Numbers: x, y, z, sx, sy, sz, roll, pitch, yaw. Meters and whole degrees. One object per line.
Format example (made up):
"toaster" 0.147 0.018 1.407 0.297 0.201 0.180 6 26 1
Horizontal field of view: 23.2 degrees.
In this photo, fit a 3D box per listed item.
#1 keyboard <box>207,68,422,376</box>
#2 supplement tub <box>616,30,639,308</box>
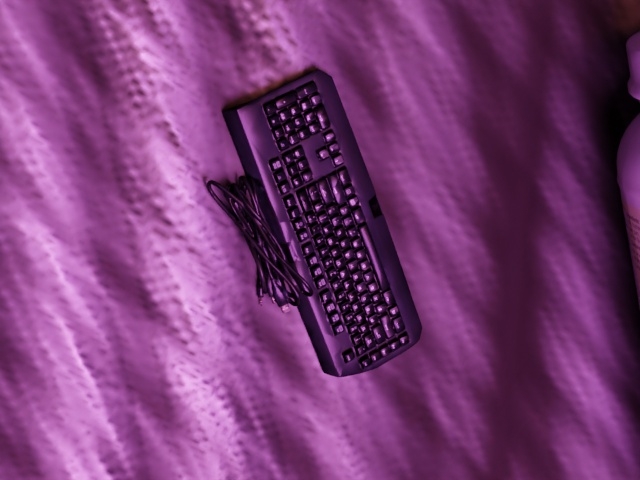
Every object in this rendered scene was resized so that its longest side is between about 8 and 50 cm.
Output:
"keyboard" 0.000 0.000 0.956 0.100 0.038 0.192 -27 107 -17
"supplement tub" 0.318 0.015 0.989 0.235 0.235 0.325 -17 105 -20
